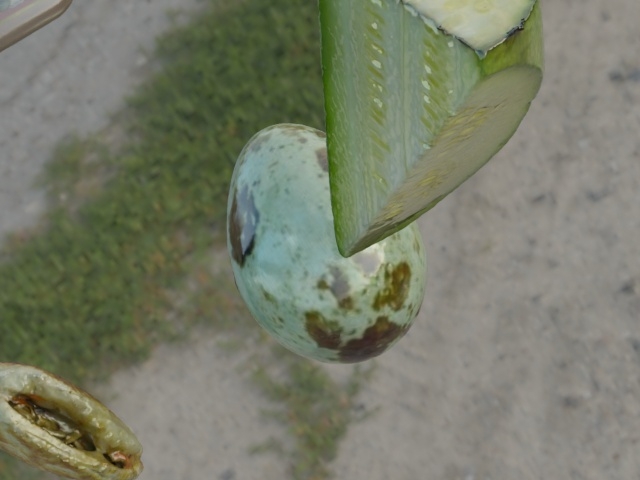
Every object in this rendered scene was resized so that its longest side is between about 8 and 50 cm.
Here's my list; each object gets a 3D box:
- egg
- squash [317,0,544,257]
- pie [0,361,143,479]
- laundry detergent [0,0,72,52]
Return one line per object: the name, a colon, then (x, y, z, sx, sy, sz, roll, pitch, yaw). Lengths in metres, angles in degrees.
egg: (0.000, 0.000, 1.470, 0.169, 0.169, 0.231, -27, 74, 7)
squash: (0.097, -0.075, 1.199, 0.111, 0.288, 0.203, -26, 42, -24)
pie: (-0.269, 0.181, 1.635, 0.179, 0.205, 0.084, -9, 52, 62)
laundry detergent: (-0.294, -0.271, 1.344, 0.171, 0.237, 0.076, -31, 11, -8)
